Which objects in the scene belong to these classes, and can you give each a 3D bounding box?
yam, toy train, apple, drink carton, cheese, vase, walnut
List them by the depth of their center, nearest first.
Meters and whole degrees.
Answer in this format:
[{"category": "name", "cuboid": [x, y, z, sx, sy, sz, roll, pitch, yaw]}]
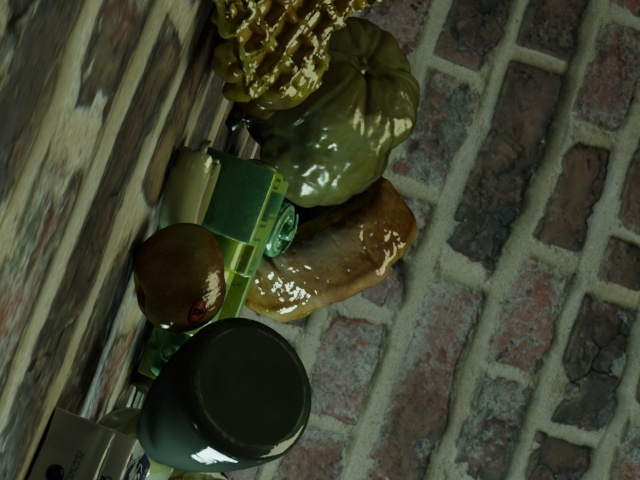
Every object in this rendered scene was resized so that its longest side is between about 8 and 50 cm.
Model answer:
[{"category": "drink carton", "cuboid": [-0.261, 0.276, 1.409, 0.222, 0.101, 0.134, 101, 11, -73]}, {"category": "apple", "cuboid": [-0.165, 0.042, 1.489, 0.126, 0.102, 0.126, 171, -90, -77]}, {"category": "cheese", "cuboid": [-0.173, -0.020, 1.571, 0.127, 0.049, 0.235, -70, 178, -71]}, {"category": "vase", "cuboid": [-0.161, 0.222, 1.574, 0.321, 0.173, 0.173, -34, -152, 51]}, {"category": "toy train", "cuboid": [-0.154, 0.057, 1.801, 0.237, 0.150, 0.369, 10, 100, -80]}, {"category": "yam", "cuboid": [-0.246, 0.169, 1.917, 0.032, 0.032, 0.145, 109, 0, -46]}, {"category": "walnut", "cuboid": [0.015, -0.206, 2.004, 0.253, 0.282, 0.277, -17, 155, -30]}]

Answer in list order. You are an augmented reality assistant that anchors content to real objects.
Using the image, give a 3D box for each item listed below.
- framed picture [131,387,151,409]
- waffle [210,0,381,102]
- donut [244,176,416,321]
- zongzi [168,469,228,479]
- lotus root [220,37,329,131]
[{"category": "framed picture", "cuboid": [-0.287, 0.267, 2.075, 0.216, 0.016, 0.273, -68, 179, -78]}, {"category": "waffle", "cuboid": [-0.021, -0.271, 1.392, 0.291, 0.051, 0.291, -34, 140, -35]}, {"category": "donut", "cuboid": [0.000, 0.000, 2.139, 0.317, 0.299, 0.150, -43, 122, -30]}, {"category": "zongzi", "cuboid": [-0.215, 0.303, 1.835, 0.187, 0.184, 0.084, 108, 1, -73]}, {"category": "lotus root", "cuboid": [-0.056, -0.227, 1.525, 0.118, 0.125, 0.221, -6, 119, -44]}]
